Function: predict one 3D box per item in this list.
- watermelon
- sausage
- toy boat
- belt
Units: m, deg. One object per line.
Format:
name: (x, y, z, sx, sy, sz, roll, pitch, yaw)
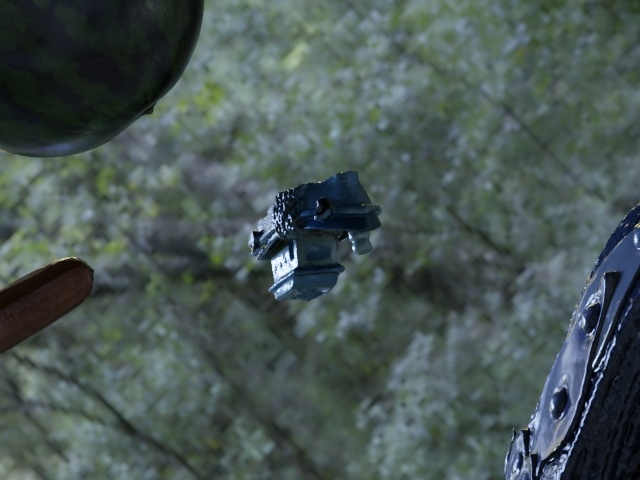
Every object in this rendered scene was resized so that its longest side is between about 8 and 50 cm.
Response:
watermelon: (-0.241, -0.217, 1.602, 0.285, 0.285, 0.285, -44, 6, 6)
sausage: (-0.372, 0.083, 2.319, 0.197, 0.076, 0.076, -31, -1, -27)
toy boat: (0.000, 0.000, 1.894, 0.109, 0.098, 0.238, -1, -15, -22)
belt: (0.195, 0.086, 1.007, 0.128, 0.122, 0.218, -101, 27, -68)
